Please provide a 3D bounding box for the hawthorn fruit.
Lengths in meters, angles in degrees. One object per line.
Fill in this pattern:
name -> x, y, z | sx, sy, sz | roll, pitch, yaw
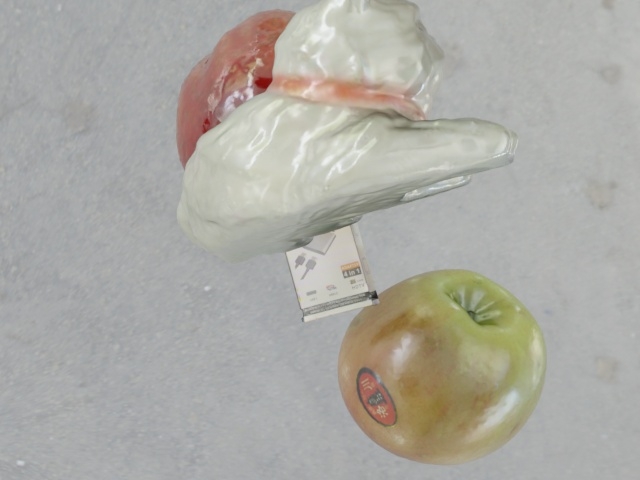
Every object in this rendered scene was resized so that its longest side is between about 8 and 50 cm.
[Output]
hawthorn fruit -> -0.051, -0.143, 1.217 | 0.287, 0.287, 0.330 | 21, 33, -19

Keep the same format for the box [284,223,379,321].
box -> 0.000, 0.000, 1.471 | 0.033, 0.129, 0.247 | -11, 84, -65

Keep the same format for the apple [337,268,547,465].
apple -> 0.209, 0.208, 1.561 | 0.339, 0.305, 0.338 | 24, 38, -20

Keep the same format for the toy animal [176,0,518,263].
toy animal -> -0.013, -0.090, 0.800 | 0.266, 0.308, 0.188 | -22, 88, -3
